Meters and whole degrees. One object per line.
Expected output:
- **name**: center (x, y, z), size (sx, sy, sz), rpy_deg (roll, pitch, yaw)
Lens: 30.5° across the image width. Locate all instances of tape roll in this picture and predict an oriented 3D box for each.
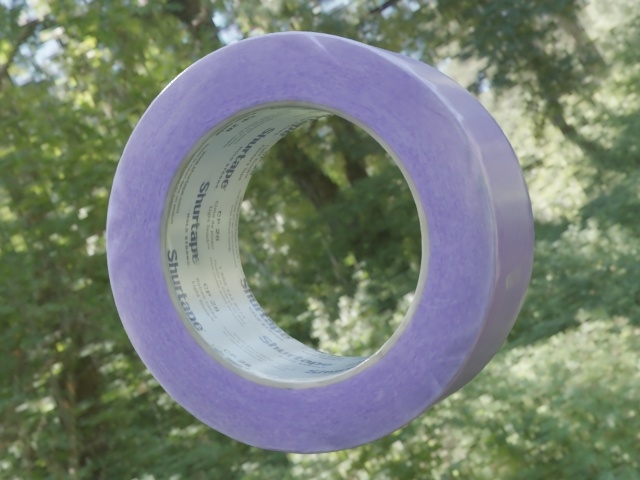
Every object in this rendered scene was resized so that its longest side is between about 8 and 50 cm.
- **tape roll**: center (0.000, 0.000, 0.553), size (0.189, 0.189, 0.080), rpy_deg (-33, -9, 21)
